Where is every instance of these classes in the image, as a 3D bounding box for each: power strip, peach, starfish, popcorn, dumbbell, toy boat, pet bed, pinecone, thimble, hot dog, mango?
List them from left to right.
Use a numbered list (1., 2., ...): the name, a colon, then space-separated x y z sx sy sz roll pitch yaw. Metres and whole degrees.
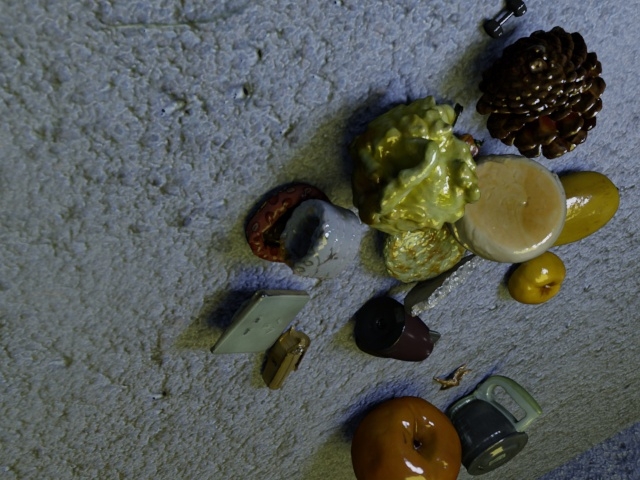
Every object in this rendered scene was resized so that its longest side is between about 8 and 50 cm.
1. power strip: -0.142 0.171 1.349 0.198 0.064 0.213 -50 154 14
2. toy boat: -0.085 0.300 1.491 0.088 0.068 0.226 -14 142 -38
3. pet bed: -0.057 -0.031 1.238 0.201 0.053 0.201 -20 136 -21
4. thimble: 0.002 -0.001 1.170 0.118 0.127 0.151 15 122 -41
5. peach: 0.256 0.662 1.832 0.343 0.342 0.301 -6 152 -26
6. popcorn: 0.176 -0.140 1.143 0.237 0.293 0.293 6 126 -11
7. hot dog: 0.281 -0.168 1.313 0.188 0.055 0.072 -45 134 10
8. starfish: 0.428 0.467 1.955 0.130 0.041 0.133 4 124 -31
9. dumbbell: 0.358 -0.430 1.145 0.083 0.040 0.036 -42 105 8
10. peach: 0.633 0.110 1.723 0.179 0.103 0.179 -14 133 -15
11. pinecone: 0.453 -0.272 1.198 0.246 0.246 0.292 -44 143 10
12. mango: 0.618 -0.073 1.531 0.332 0.142 0.195 -20 130 -11

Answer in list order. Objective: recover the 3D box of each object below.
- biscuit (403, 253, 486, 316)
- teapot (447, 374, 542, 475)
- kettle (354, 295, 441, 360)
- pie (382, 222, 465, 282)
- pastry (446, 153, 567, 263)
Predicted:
1. biscuit: 0.298 0.107 1.509 0.290 0.141 0.038 -34 101 -31
2. teapot: 0.564 0.625 2.030 0.239 0.239 0.321 -10 136 -24
3. kettle: 0.195 0.263 1.583 0.202 0.144 0.232 -28 142 23
4. pie: 0.237 0.012 1.418 0.201 0.090 0.248 -37 138 5
5. pastry: 0.402 -0.073 1.294 0.265 0.265 0.133 -32 171 -2
